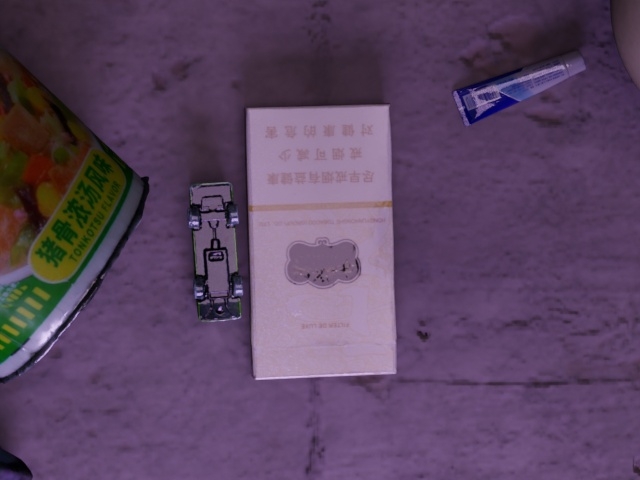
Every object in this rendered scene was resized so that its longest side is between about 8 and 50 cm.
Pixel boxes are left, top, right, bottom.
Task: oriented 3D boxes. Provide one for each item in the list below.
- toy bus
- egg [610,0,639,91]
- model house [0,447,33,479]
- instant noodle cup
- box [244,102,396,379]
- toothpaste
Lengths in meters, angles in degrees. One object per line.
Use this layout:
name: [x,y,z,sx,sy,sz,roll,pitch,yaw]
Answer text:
toy bus: [-0.064,0.006,1.109,0.031,0.037,0.083,-4,93,-6]
egg: [0.291,-0.165,1.055,0.269,0.219,0.219,-30,96,-22]
model house: [-0.345,0.220,0.990,0.339,0.297,0.360,38,87,-39]
instant noodle cup: [-0.229,-0.045,1.019,0.233,0.207,0.207,36,88,-17]
box: [0.000,0.000,1.123,0.090,0.024,0.167,-2,93,-7]
toothpaste: [0.124,-0.098,1.140,0.083,0.015,0.024,-23,97,0]
